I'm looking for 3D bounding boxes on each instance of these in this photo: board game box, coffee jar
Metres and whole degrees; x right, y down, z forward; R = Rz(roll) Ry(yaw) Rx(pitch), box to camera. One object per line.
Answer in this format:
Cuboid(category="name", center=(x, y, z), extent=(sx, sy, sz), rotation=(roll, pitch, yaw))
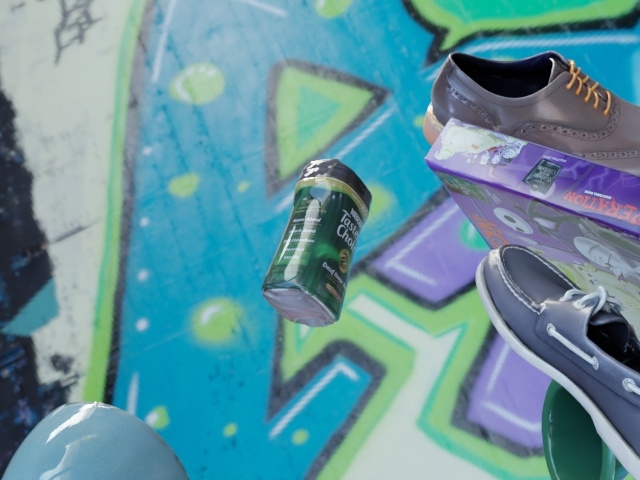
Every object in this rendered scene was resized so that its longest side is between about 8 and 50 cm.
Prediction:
Cuboid(category="board game box", center=(0.242, 0.036, 0.819), extent=(0.208, 0.056, 0.347), rotation=(30, 170, 42))
Cuboid(category="coffee jar", center=(0.000, 0.000, 1.136), extent=(0.096, 0.079, 0.184), rotation=(48, -131, -45))

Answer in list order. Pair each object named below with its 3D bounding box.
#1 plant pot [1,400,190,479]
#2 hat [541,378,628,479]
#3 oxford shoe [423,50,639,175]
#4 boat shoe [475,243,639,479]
Cuboid(category="plant pot", center=(-0.347, 0.401, 1.381), extent=(0.290, 0.290, 0.195), rotation=(65, -151, -9))
Cuboid(category="hat", center=(0.377, 0.232, 1.162), extent=(0.208, 0.183, 0.173), rotation=(-160, 70, -79))
Cuboid(category="oxford shoe", center=(0.317, -0.154, 1.225), extent=(0.133, 0.363, 0.130), rotation=(97, -179, -45))
Cuboid(category="boat shoe", center=(0.167, 0.057, 0.570), extent=(0.206, 0.075, 0.065), rotation=(54, 137, 43))
